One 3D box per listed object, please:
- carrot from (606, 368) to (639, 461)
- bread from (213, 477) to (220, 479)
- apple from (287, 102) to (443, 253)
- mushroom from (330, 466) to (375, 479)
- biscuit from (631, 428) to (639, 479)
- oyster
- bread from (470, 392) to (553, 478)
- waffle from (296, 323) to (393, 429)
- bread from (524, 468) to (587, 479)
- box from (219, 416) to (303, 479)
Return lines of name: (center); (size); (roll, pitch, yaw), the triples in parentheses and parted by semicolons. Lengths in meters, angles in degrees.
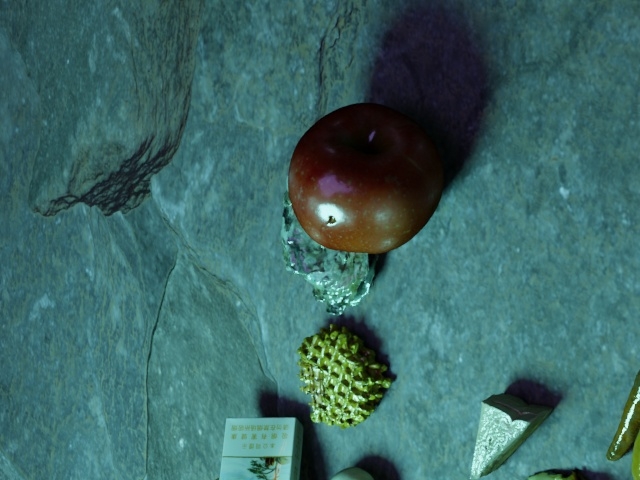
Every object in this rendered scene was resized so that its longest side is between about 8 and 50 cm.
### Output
carrot: (0.485, 0.270, 1.686); (0.047, 0.047, 0.191); (33, 124, 33)
bread: (-0.128, 0.585, 2.211); (0.270, 0.143, 0.195); (35, 117, 32)
apple: (0.072, -0.097, 1.840); (0.260, 0.260, 0.216); (38, 145, 30)
mushroom: (0.067, 0.502, 2.047); (0.154, 0.122, 0.154); (-165, 90, -73)
biscuit: (0.586, 0.343, 1.571); (0.296, 0.102, 0.296); (6, 99, 39)
oyster: (0.000, 0.000, 2.015); (0.267, 0.112, 0.198); (52, 126, 26)
bread: (0.316, 0.337, 1.820); (0.105, 0.077, 0.152); (18, 110, 39)
waffle: (0.030, 0.260, 2.060); (0.197, 0.070, 0.193); (-46, 69, 36)
bread: (0.366, 0.452, 1.763); (0.140, 0.169, 0.160); (-21, 69, 43)
box: (-0.119, 0.464, 2.127); (0.149, 0.067, 0.233); (-5, 61, 18)
